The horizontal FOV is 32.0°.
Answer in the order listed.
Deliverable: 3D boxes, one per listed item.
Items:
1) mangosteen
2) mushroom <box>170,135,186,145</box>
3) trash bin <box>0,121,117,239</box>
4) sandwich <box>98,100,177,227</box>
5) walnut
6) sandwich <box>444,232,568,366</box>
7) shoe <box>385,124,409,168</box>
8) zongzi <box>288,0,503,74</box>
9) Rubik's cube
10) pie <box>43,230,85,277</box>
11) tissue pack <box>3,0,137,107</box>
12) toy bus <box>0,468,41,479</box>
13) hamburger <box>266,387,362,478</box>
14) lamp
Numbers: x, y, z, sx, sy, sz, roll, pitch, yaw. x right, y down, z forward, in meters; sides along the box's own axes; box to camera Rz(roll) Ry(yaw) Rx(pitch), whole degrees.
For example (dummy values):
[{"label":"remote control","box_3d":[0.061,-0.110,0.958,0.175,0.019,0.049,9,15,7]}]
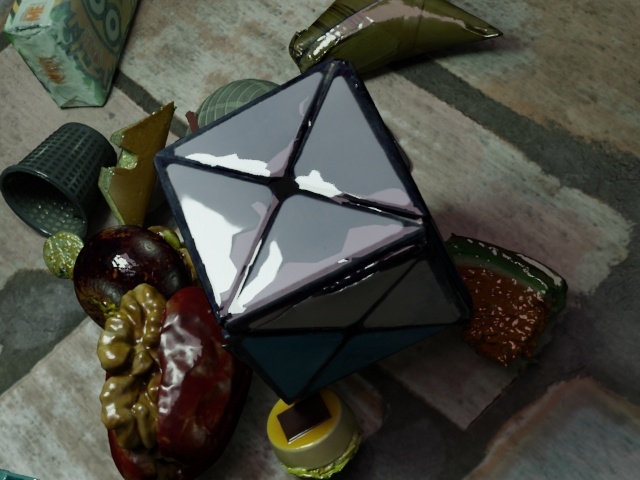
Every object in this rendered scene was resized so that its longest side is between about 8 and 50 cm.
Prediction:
[{"label":"mangosteen","box_3d":[-0.272,0.053,1.739,0.192,0.192,0.217,20,42,30]},{"label":"mushroom","box_3d":[-0.228,-0.129,1.886,0.126,0.084,0.109,-141,64,-69]},{"label":"trash bin","box_3d":[-0.436,-0.114,1.915,0.175,0.175,0.161,10,52,25]},{"label":"sandwich","box_3d":[-0.312,-0.123,1.846,0.090,0.088,0.245,-158,85,-73]},{"label":"walnut","box_3d":[-0.213,0.203,1.561,0.221,0.244,0.269,-14,55,25]},{"label":"sandwich","box_3d":[0.245,0.087,1.575,0.184,0.109,0.160,23,85,30]},{"label":"shoe","box_3d":[0.091,-0.165,1.825,0.062,0.053,0.159,-36,56,-1]},{"label":"zongzi","box_3d":[0.119,-0.323,1.882,0.260,0.123,0.289,-45,58,-7]},{"label":"Rubik's cube","box_3d":[0.000,0.000,1.480,0.306,0.305,0.310,-26,59,3]},{"label":"pie","box_3d":[-0.435,0.022,1.890,0.085,0.017,0.085,-2,85,21]},{"label":"tissue pack","box_3d":[-0.456,-0.436,2.090,0.127,0.228,0.311,0,57,18]},{"label":"toy bus","box_3d":[-0.465,0.457,1.559,0.147,0.128,0.256,6,58,22]},{"label":"hamburger","box_3d":[-0.007,0.270,1.550,0.126,0.081,0.141,-40,41,-14]},{"label":"lamp","box_3d":[-0.107,-0.123,1.765,0.233,0.233,0.265,-26,72,1]}]
